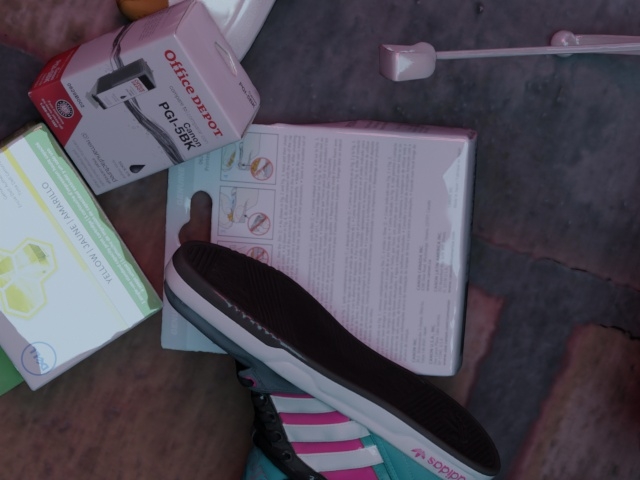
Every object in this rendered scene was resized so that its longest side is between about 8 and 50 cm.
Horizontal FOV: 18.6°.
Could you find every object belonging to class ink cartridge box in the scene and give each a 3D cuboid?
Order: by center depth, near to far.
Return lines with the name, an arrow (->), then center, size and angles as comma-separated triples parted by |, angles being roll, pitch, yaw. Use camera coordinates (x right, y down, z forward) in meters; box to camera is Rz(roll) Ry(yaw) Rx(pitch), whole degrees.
ink cartridge box -> -0.128, -0.104, 1.424 | 0.135, 0.056, 0.099 | -20, 117, 27
ink cartridge box -> -0.262, 0.041, 1.470 | 0.235, 0.056, 0.171 | -33, 103, -4
ink cartridge box -> 0.000, 0.000, 1.514 | 0.232, 0.066, 0.189 | 5, 99, 12

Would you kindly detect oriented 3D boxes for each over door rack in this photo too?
over door rack -> 0.170, -0.249, 1.443 | 0.324, 0.108, 0.239 | -6, 101, -28

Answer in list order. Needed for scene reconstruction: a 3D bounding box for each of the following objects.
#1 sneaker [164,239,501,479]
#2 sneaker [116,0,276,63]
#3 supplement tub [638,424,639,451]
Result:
sneaker -> -0.031, 0.141, 1.470 | 0.295, 0.124, 0.178 | 37, 111, -12
sneaker -> -0.054, -0.269, 1.421 | 0.123, 0.106, 0.290 | 27, 96, -14
supplement tub -> 0.386, 0.042, 1.473 | 0.235, 0.235, 0.324 | 11, 97, -10
